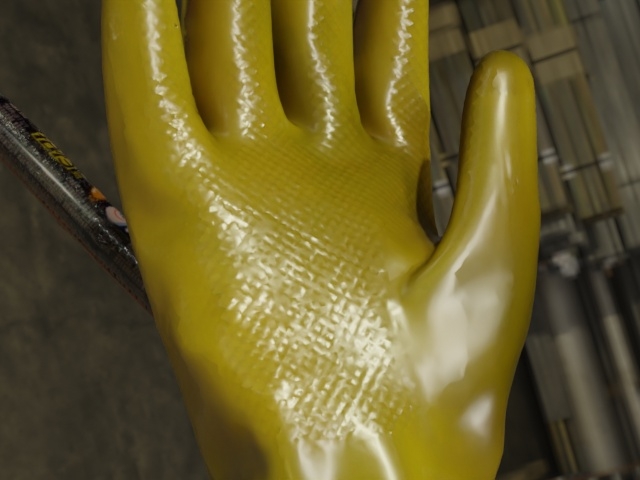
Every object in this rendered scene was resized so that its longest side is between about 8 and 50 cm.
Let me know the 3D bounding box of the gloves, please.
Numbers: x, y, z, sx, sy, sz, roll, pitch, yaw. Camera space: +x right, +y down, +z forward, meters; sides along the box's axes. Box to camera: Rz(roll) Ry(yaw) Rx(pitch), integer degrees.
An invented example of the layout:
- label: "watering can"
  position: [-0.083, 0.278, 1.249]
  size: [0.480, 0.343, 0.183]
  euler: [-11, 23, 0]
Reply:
- label: "gloves"
  position: [-0.001, 0.000, 0.477]
  size: [0.133, 0.116, 0.294]
  euler: [7, 71, -39]

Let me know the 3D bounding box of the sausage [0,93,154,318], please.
- label: "sausage"
  position: [-0.109, -0.013, 0.629]
  size: [0.198, 0.025, 0.028]
  euler: [44, 21, 24]
